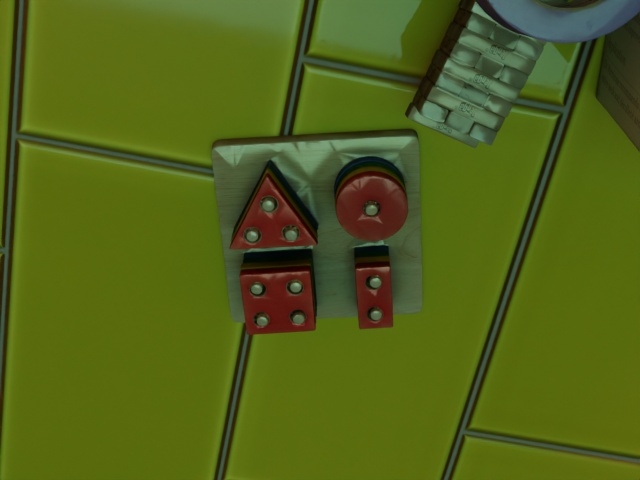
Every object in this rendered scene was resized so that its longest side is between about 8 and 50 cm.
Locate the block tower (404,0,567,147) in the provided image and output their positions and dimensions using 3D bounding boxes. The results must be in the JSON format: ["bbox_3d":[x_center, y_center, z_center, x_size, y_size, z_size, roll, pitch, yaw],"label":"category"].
[{"bbox_3d":[0.208,-0.261,1.028,0.091,0.097,0.335,24,106,-7],"label":"block tower"}]

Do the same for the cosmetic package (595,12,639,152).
[{"bbox_3d":[0.493,-0.271,0.942,0.328,0.329,0.393,2,117,1],"label":"cosmetic package"}]

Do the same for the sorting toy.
[{"bbox_3d":[0.000,0.000,1.214,0.257,0.089,0.255,-3,116,2],"label":"sorting toy"}]

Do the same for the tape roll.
[{"bbox_3d":[0.235,-0.289,0.933,0.189,0.080,0.188,0,106,0],"label":"tape roll"}]
